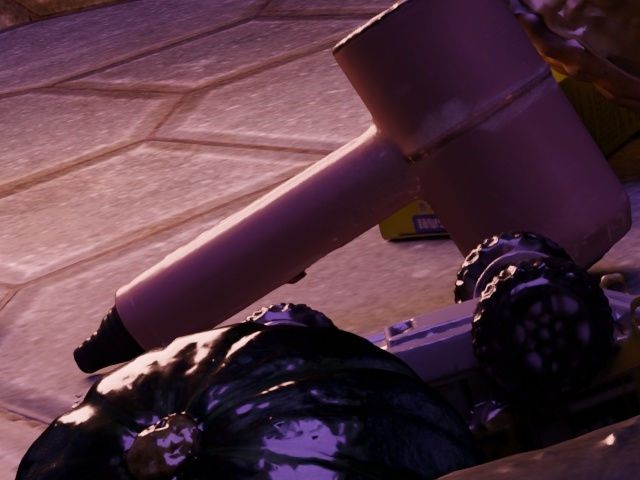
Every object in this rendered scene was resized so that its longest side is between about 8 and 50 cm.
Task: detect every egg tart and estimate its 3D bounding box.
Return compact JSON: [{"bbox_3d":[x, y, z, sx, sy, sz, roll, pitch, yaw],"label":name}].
[{"bbox_3d":[0.242,-0.221,1.384,0.345,0.132,0.345,20,37,-17],"label":"egg tart"}]

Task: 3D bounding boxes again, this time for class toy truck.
[{"bbox_3d":[0.030,0.073,0.843,0.286,0.111,0.136,-15,5,1],"label":"toy truck"}]

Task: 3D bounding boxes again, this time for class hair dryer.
[{"bbox_3d":[0.000,0.000,1.127,0.344,0.189,0.107,-32,4,13],"label":"hair dryer"}]

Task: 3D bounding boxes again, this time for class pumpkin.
[{"bbox_3d":[-0.029,0.116,0.666,0.194,0.150,0.194,-23,15,6],"label":"pumpkin"}]

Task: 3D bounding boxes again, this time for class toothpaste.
[{"bbox_3d":[0.159,-0.090,1.380,0.110,0.077,0.327,-2,19,33],"label":"toothpaste"}]

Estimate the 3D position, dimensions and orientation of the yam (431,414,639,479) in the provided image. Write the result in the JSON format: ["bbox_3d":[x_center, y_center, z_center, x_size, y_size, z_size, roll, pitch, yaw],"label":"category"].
[{"bbox_3d":[0.113,0.124,0.504,0.304,0.168,0.168,-16,16,-7],"label":"yam"}]
